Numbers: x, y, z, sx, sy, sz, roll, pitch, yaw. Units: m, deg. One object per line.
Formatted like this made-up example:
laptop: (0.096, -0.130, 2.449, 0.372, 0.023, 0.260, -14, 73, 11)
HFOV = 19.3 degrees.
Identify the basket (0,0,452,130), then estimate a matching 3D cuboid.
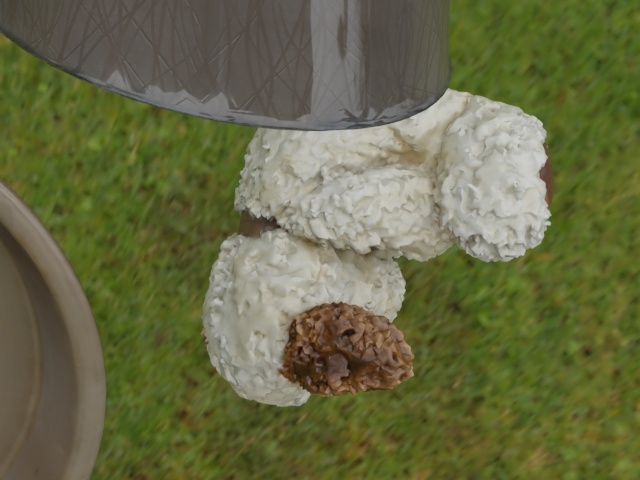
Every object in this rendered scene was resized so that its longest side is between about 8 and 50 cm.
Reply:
basket: (-0.031, -0.182, 0.676, 0.204, 0.227, 0.154, 23, 35, 21)

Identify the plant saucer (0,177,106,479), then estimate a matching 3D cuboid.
plant saucer: (-0.218, 0.051, 0.695, 0.277, 0.278, 0.041, 8, 32, -14)

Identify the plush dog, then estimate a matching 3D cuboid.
plush dog: (0.000, 0.000, 1.220, 0.210, 0.262, 0.225, 25, 82, -18)
